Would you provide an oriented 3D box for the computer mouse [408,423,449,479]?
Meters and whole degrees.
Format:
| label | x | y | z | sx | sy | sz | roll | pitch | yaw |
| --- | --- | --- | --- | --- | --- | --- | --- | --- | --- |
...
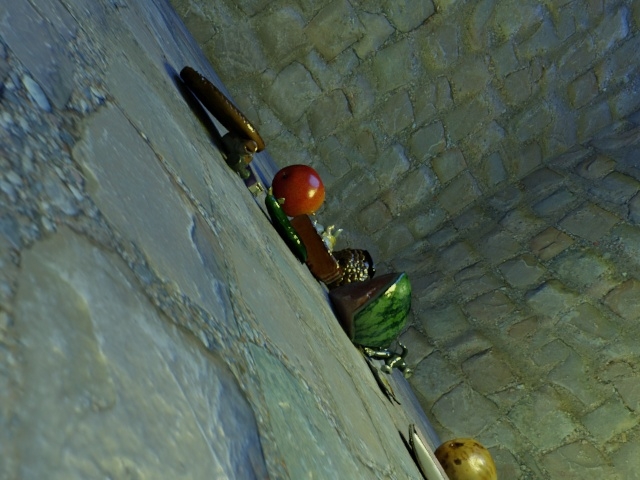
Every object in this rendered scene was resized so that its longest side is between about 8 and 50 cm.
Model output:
| label | x | y | z | sx | sy | sz | roll | pitch | yaw |
| --- | --- | --- | --- | --- | --- | --- | --- | --- | --- |
| computer mouse | 0.323 | 0.666 | 1.530 | 0.245 | 0.056 | 0.126 | 60 | 4 | 12 |

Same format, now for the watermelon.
| label | x | y | z | sx | sy | sz | roll | pitch | yaw |
| --- | --- | --- | --- | --- | --- | --- | --- | --- | --- |
| watermelon | 0.173 | 0.273 | 1.849 | 0.293 | 0.283 | 0.250 | -13 | -82 | 53 |

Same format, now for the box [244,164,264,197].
| label | x | y | z | sx | sy | sz | roll | pitch | yaw |
| --- | --- | --- | --- | --- | --- | --- | --- | --- | --- |
| box | -0.206 | -0.181 | 1.552 | 0.050 | 0.036 | 0.117 | 57 | 3 | -42 |

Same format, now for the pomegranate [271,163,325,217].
| label | x | y | z | sx | sy | sz | roll | pitch | yaw |
| --- | --- | --- | --- | --- | --- | --- | --- | --- | --- |
| pomegranate | -0.085 | -0.191 | 2.102 | 0.221 | 0.221 | 0.256 | 61 | -4 | 40 |

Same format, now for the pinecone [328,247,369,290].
| label | x | y | z | sx | sy | sz | roll | pitch | yaw |
| --- | --- | --- | --- | --- | --- | --- | --- | --- | --- |
| pinecone | 0.109 | 0.133 | 2.085 | 0.204 | 0.184 | 0.179 | 48 | 40 | -45 |

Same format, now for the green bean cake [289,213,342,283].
| label | x | y | z | sx | sy | sz | roll | pitch | yaw |
| --- | --- | --- | --- | --- | --- | --- | --- | --- | --- |
| green bean cake | -0.018 | 0.039 | 1.855 | 0.232 | 0.097 | 0.198 | 60 | 2 | 22 |

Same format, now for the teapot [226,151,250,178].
| label | x | y | z | sx | sy | sz | roll | pitch | yaw |
| --- | --- | --- | --- | --- | --- | --- | --- | --- | --- |
| teapot | -0.225 | -0.205 | 1.440 | 0.042 | 0.043 | 0.110 | 60 | 1 | 20 |

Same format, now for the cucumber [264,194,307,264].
| label | x | y | z | sx | sy | sz | roll | pitch | yaw |
| --- | --- | --- | --- | --- | --- | --- | --- | --- | --- |
| cucumber | -0.104 | -0.032 | 1.580 | 0.284 | 0.056 | 0.056 | 62 | 0 | -38 |

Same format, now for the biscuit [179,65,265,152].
| label | x | y | z | sx | sy | sz | roll | pitch | yaw |
| --- | --- | --- | --- | --- | --- | --- | --- | --- | --- |
| biscuit | -0.279 | -0.373 | 1.482 | 0.318 | 0.040 | 0.318 | 44 | -4 | 4 |

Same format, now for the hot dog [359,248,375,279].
| label | x | y | z | sx | sy | sz | roll | pitch | yaw |
| --- | --- | --- | --- | --- | --- | --- | --- | --- | --- |
| hot dog | 0.123 | 0.158 | 2.291 | 0.326 | 0.107 | 0.194 | 113 | -39 | -52 |

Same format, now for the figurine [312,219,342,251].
| label | x | y | z | sx | sy | sz | roll | pitch | yaw |
| --- | --- | --- | --- | --- | --- | --- | --- | --- | --- |
| figurine | 0.000 | 0.000 | 2.072 | 0.209 | 0.128 | 0.183 | -8 | 59 | -42 |

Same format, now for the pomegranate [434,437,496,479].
| label | x | y | z | sx | sy | sz | roll | pitch | yaw |
| --- | --- | --- | --- | --- | --- | --- | --- | --- | --- |
| pomegranate | 0.463 | 0.761 | 1.671 | 0.215 | 0.215 | 0.215 | 58 | 3 | -5 |

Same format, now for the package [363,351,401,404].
| label | x | y | z | sx | sy | sz | roll | pitch | yaw |
| --- | --- | --- | --- | --- | --- | --- | --- | --- | --- |
| package | 0.220 | 0.494 | 1.840 | 0.171 | 0.027 | 0.173 | 52 | 4 | -48 |

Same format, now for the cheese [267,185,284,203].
| label | x | y | z | sx | sy | sz | roll | pitch | yaw |
| --- | --- | --- | --- | --- | --- | --- | --- | --- | --- |
| cheese | -0.171 | -0.163 | 1.932 | 0.084 | 0.041 | 0.060 | 46 | -3 | -7 |

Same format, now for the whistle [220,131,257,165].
| label | x | y | z | sx | sy | sz | roll | pitch | yaw |
| --- | --- | --- | --- | --- | --- | --- | --- | --- | --- |
| whistle | -0.223 | -0.262 | 1.451 | 0.107 | 0.057 | 0.220 | 50 | -12 | -20 |

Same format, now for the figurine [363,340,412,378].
| label | x | y | z | sx | sy | sz | roll | pitch | yaw |
| --- | --- | --- | --- | --- | --- | --- | --- | --- | --- |
| figurine | 0.240 | 0.411 | 1.963 | 0.265 | 0.140 | 0.193 | 30 | 3 | 31 |
